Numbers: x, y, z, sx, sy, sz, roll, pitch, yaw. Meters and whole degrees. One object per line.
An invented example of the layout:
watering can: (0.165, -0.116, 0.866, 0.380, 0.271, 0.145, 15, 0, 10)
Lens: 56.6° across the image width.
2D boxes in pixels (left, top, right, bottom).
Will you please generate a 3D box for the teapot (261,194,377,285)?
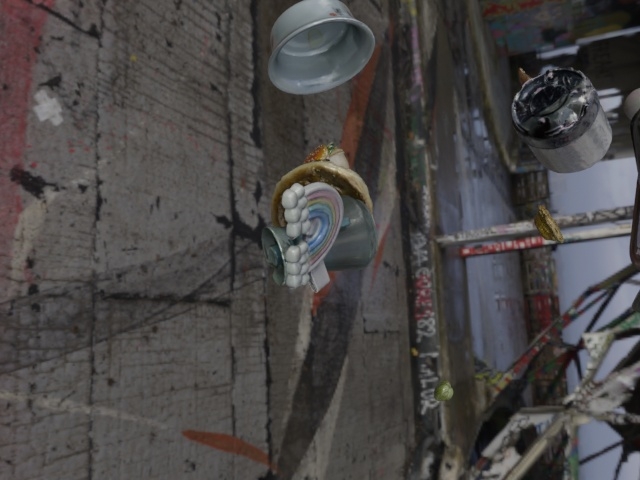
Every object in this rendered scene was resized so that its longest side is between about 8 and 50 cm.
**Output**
teapot: (0.000, 0.000, 1.281, 0.171, 0.225, 0.203, 68, -22, 12)

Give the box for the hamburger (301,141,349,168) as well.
hamburger: (-0.003, -0.229, 2.057, 0.147, 0.237, 0.237, 45, 27, 3)

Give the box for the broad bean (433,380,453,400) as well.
broad bean: (0.343, 0.423, 1.672, 0.063, 0.045, 0.083, -57, 179, -4)

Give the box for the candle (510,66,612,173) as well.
candle: (0.584, -0.258, 1.402, 0.330, 0.187, 0.187, 28, 58, -48)

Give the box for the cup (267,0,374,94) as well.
cup: (-0.018, -0.630, 1.872, 0.347, 0.347, 0.163, 26, 42, -63)

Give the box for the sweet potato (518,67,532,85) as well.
sweet potato: (0.573, -0.372, 1.569, 0.068, 0.068, 0.226, 44, 35, -56)

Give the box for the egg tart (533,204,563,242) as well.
egg tart: (0.661, -0.041, 1.733, 0.129, 0.049, 0.128, 42, 28, -28)

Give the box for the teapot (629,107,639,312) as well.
teapot: (0.591, -0.054, 0.919, 0.300, 0.253, 0.344, -131, -135, -82)

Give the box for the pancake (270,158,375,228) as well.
pancake: (0.000, -0.059, 1.425, 0.049, 0.282, 0.282, -63, 141, -58)

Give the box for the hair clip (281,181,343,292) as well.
hair clip: (-0.016, -0.010, 0.961, 0.140, 0.054, 0.220, -35, 139, -40)

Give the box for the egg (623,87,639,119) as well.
egg: (0.950, -0.396, 1.732, 0.103, 0.135, 0.103, 168, -90, -70)
